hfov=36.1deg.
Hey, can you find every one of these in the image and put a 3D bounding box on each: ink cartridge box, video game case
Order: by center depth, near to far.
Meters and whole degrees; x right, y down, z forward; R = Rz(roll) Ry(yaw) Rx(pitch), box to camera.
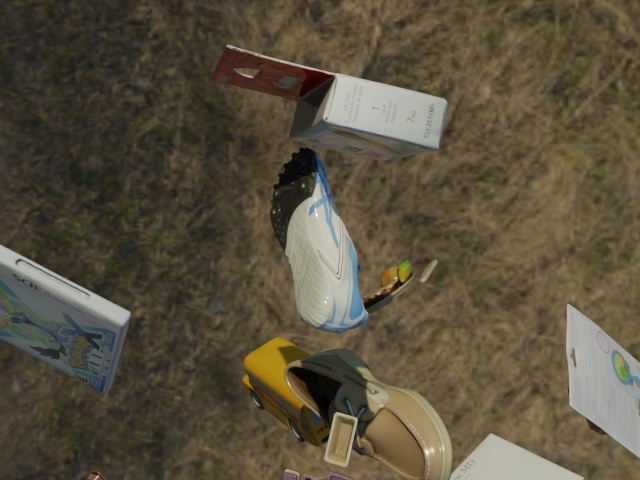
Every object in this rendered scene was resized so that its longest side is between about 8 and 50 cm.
[{"bbox_3d":[-0.007,-0.150,1.133,0.275,0.239,0.060,-167,-91,-80],"label":"ink cartridge box"},{"bbox_3d":[-0.513,0.151,1.854,0.036,0.300,0.329,-63,-179,-34],"label":"video game case"}]

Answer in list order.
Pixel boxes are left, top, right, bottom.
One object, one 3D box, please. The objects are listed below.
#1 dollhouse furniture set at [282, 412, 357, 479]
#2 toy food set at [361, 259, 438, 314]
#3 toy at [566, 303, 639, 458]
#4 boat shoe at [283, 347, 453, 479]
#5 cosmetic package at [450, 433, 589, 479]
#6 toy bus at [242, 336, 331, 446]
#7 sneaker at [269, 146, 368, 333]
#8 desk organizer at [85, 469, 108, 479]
[{"bbox_3d":[-0.005,0.273,1.250,0.081,0.091,0.114,20,83,-70],"label":"dollhouse furniture set"},{"bbox_3d":[0.111,0.085,1.735,0.038,0.192,0.132,55,21,-3],"label":"toy food set"},{"bbox_3d":[0.350,0.194,1.187,0.237,0.056,0.137,33,46,-29],"label":"toy"},{"bbox_3d":[0.062,0.263,1.437,0.110,0.341,0.121,-3,107,-31],"label":"boat shoe"},{"bbox_3d":[0.402,0.534,1.810,0.217,0.385,0.156,-41,121,-22],"label":"cosmetic package"},{"bbox_3d":[-0.049,0.280,1.869,0.108,0.333,0.130,-31,114,-19],"label":"toy bus"},{"bbox_3d":[0.000,0.000,1.163,0.086,0.085,0.237,16,53,-44],"label":"sneaker"},{"bbox_3d":[-0.208,0.306,1.035,0.130,0.047,0.050,47,67,-8],"label":"desk organizer"}]
